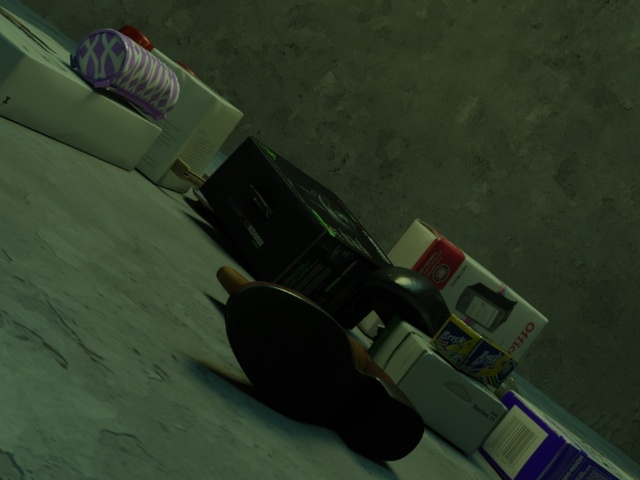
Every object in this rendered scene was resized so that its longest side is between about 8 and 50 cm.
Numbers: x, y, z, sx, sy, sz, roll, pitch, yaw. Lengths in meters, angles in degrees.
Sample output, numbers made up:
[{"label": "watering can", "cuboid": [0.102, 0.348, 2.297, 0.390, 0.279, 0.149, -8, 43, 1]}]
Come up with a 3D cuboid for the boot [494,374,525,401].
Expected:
[{"label": "boot", "cuboid": [0.432, 0.358, 2.101, 0.161, 0.083, 0.246, 45, 10, 7]}]

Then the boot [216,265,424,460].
[{"label": "boot", "cuboid": [-0.039, 0.079, 0.942, 0.264, 0.096, 0.280, 34, 4, -34]}]

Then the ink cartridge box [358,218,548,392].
[{"label": "ink cartridge box", "cuboid": [0.238, 0.139, 1.734, 0.306, 0.226, 0.131, 35, 5, -22]}]

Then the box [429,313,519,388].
[{"label": "box", "cuboid": [0.218, 0.158, 1.294, 0.059, 0.054, 0.169, 40, 5, 34]}]

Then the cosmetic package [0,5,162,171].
[{"label": "cosmetic package", "cuboid": [-0.432, -0.252, 1.341, 0.284, 0.097, 0.377, 41, 5, 18]}]

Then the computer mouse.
[{"label": "computer mouse", "cuboid": [0.147, 0.115, 1.472, 0.189, 0.072, 0.272, 18, -26, 31]}]

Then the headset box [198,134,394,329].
[{"label": "headset box", "cuboid": [-0.035, -0.012, 1.499, 0.283, 0.131, 0.246, 31, 17, -52]}]

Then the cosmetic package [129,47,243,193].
[{"label": "cosmetic package", "cuboid": [-0.262, -0.204, 1.611, 0.151, 0.183, 0.151, 39, 4, 13]}]

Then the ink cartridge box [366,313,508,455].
[{"label": "ink cartridge box", "cuboid": [0.160, 0.201, 1.321, 0.153, 0.087, 0.208, 37, 3, -9]}]

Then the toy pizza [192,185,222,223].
[{"label": "toy pizza", "cuboid": [-0.154, -0.030, 1.654, 0.201, 0.032, 0.201, 38, 3, -2]}]

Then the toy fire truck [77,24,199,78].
[{"label": "toy fire truck", "cuboid": [-0.391, -0.297, 1.973, 0.302, 0.169, 0.254, 38, -20, 3]}]

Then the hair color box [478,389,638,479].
[{"label": "hair color box", "cuboid": [0.402, 0.372, 1.344, 0.339, 0.110, 0.185, 38, 3, -19]}]

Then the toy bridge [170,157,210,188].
[{"label": "toy bridge", "cuboid": [-0.185, -0.088, 1.599, 0.063, 0.026, 0.188, 42, 5, 28]}]

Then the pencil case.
[{"label": "pencil case", "cuboid": [-0.280, -0.244, 1.364, 0.206, 0.086, 0.088, 16, 59, -73]}]
